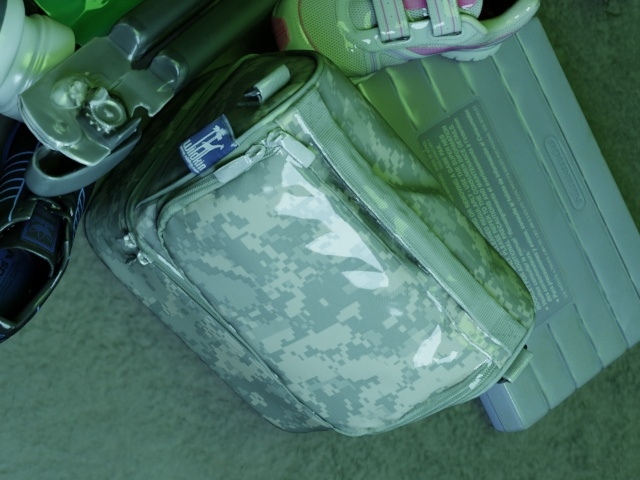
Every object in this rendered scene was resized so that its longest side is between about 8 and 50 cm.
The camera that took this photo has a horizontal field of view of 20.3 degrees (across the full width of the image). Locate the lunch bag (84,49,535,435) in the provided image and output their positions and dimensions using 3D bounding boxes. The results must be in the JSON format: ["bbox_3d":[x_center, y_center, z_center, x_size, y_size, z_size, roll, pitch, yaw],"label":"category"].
[{"bbox_3d":[0.000,0.000,1.390,0.305,0.256,0.212,47,62,-19],"label":"lunch bag"}]

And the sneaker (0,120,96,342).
[{"bbox_3d":[-0.211,-0.023,1.356,0.081,0.090,0.232,31,69,-26],"label":"sneaker"}]

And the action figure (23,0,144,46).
[{"bbox_3d":[-0.146,-0.247,1.440,0.232,0.063,0.137,-47,107,-23],"label":"action figure"}]

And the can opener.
[{"bbox_3d":[-0.137,-0.130,1.371,0.076,0.095,0.283,40,44,2],"label":"can opener"}]

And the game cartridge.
[{"bbox_3d":[0.165,-0.031,1.618,0.230,0.068,0.355,-31,101,-27],"label":"game cartridge"}]

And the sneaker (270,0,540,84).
[{"bbox_3d":[0.077,-0.198,1.489,0.252,0.111,0.103,-15,84,-31],"label":"sneaker"}]

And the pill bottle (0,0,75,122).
[{"bbox_3d":[-0.279,-0.154,1.318,0.180,0.108,0.108,23,73,-28],"label":"pill bottle"}]
